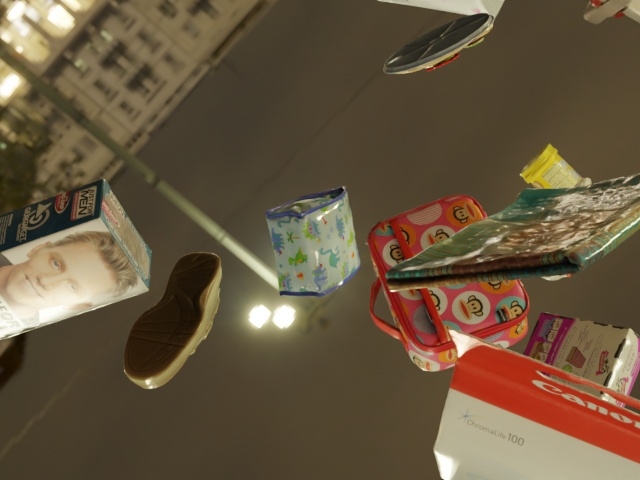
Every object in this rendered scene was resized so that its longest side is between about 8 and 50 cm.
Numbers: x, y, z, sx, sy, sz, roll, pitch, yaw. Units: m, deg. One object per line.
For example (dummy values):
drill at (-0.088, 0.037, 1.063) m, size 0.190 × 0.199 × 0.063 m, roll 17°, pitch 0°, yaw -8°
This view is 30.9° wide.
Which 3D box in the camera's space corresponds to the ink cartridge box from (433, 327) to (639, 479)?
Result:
ink cartridge box at (0.271, 0.238, 1.231) m, size 0.091 × 0.308 × 0.385 m, roll -64°, pitch 161°, yaw -16°

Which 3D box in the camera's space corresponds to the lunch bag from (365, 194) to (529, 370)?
lunch bag at (0.207, 0.079, 2.045) m, size 0.258 × 0.120 × 0.293 m, roll -20°, pitch -123°, yaw -4°

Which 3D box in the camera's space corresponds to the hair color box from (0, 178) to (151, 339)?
hair color box at (-0.470, 0.045, 1.886) m, size 0.347 × 0.174 × 0.105 m, roll -19°, pitch -140°, yaw 10°

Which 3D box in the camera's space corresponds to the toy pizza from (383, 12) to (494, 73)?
toy pizza at (0.198, -0.318, 1.920) m, size 0.201 × 0.032 × 0.201 m, roll -25°, pitch -163°, yaw 9°

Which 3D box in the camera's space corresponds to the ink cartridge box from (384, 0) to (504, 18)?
ink cartridge box at (0.181, -0.593, 2.414) m, size 0.324 × 0.330 × 0.071 m, roll 19°, pitch -102°, yaw 37°

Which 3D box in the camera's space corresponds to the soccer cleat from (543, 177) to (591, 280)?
soccer cleat at (0.400, -0.025, 1.923) m, size 0.076 × 0.068 × 0.196 m, roll 12°, pitch -115°, yaw 29°

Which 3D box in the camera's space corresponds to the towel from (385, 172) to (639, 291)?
towel at (0.282, -0.019, 1.428) m, size 0.271 × 0.040 × 0.370 m, roll -9°, pitch -169°, yaw 40°

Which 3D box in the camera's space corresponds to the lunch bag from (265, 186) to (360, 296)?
lunch bag at (0.000, 0.000, 1.668) m, size 0.096 × 0.129 × 0.151 m, roll 2°, pitch -163°, yaw 39°

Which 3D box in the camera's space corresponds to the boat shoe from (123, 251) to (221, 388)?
boat shoe at (-0.225, 0.142, 1.860) m, size 0.109 × 0.098 × 0.302 m, roll 4°, pitch -143°, yaw 13°

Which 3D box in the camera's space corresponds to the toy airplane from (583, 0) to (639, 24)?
toy airplane at (0.416, -0.424, 1.356) m, size 0.384 × 0.386 × 0.272 m, roll -16°, pitch -164°, yaw 9°

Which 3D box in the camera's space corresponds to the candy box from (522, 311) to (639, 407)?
candy box at (0.492, 0.234, 2.205) m, size 0.233 × 0.071 × 0.159 m, roll 9°, pitch -110°, yaw 57°

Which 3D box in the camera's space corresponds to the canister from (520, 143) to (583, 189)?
canister at (0.470, -0.098, 2.217) m, size 0.073 × 0.170 × 0.126 m, roll -46°, pitch 178°, yaw 20°
